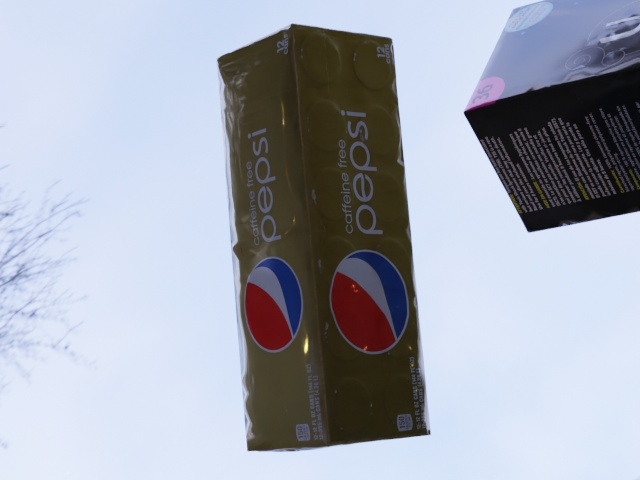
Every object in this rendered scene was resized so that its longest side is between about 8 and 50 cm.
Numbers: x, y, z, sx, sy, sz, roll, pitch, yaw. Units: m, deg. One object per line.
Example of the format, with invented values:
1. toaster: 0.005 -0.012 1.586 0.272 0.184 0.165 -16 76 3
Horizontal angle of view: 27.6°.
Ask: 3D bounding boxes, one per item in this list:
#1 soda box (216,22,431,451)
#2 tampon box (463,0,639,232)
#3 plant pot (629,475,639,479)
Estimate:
1. soda box: 0.000 0.000 0.576 0.061 0.058 0.181 1 -100 -40
2. tampon box: 0.190 -0.091 0.788 0.161 0.120 0.101 -11 -56 34
3. plant pot: 0.200 0.196 0.651 0.215 0.230 0.215 -12 -115 26
